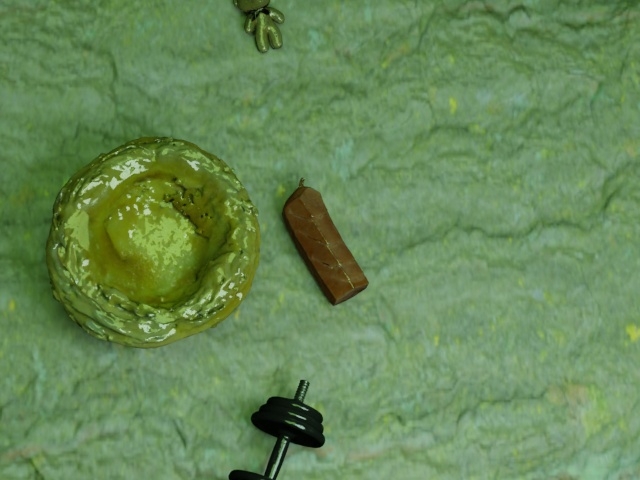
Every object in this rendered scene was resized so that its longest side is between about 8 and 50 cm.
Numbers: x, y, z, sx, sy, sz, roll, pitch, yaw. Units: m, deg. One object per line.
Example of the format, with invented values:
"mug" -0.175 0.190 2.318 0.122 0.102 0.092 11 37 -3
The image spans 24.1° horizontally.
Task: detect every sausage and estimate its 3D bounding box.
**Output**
"sausage" -0.001 0.000 1.990 0.065 0.065 0.169 -26 77 -17

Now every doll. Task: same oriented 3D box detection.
"doll" -0.083 -0.312 2.101 0.061 0.051 0.093 -20 105 -17

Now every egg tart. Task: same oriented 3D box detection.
"egg tart" -0.215 0.009 1.921 0.288 0.118 0.288 4 72 -11

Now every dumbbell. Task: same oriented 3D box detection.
"dumbbell" -0.054 0.271 1.872 0.099 0.099 0.209 22 70 -2
